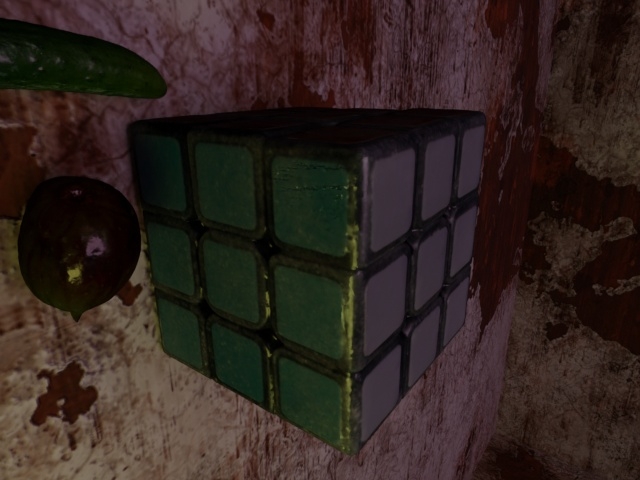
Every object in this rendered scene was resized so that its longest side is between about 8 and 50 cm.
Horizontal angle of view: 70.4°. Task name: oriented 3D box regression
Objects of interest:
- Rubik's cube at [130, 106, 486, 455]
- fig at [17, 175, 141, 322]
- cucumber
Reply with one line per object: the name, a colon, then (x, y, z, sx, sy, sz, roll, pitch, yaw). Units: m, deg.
Rubik's cube: (0.000, 0.000, 0.555, 0.304, 0.305, 0.301, -24, 120, -48)
fig: (-0.226, 0.018, 0.428, 0.109, 0.103, 0.154, -96, -155, -46)
cucumber: (-0.237, -0.153, 0.383, 0.250, 0.056, 0.056, -18, 115, -54)
